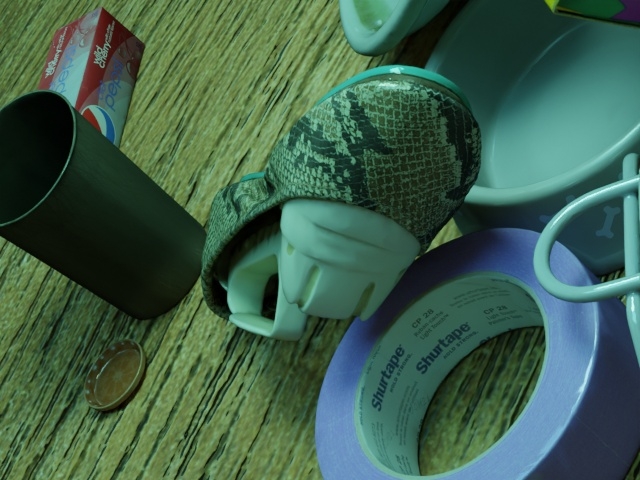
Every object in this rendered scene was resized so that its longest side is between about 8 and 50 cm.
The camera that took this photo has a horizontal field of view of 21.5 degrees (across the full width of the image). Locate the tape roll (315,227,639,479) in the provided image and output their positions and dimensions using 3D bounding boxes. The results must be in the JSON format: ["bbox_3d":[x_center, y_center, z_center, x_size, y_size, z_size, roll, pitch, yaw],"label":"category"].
[{"bbox_3d":[0.129,0.128,1.369,0.274,0.090,0.275,-27,42,27],"label":"tape roll"}]

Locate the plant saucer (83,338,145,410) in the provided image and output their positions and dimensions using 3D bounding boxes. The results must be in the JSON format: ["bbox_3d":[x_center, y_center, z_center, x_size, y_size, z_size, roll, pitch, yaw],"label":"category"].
[{"bbox_3d":[-0.215,0.143,1.772,0.083,0.013,0.083,-26,43,27],"label":"plant saucer"}]

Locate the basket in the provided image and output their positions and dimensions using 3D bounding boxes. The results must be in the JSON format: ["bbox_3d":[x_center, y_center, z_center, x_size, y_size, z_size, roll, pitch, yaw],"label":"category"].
[{"bbox_3d":[-0.239,-0.027,1.766,0.154,0.227,0.204,-48,37,2],"label":"basket"}]

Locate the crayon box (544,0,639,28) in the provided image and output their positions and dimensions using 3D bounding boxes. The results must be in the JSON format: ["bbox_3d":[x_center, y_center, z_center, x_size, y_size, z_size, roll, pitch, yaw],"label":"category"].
[{"bbox_3d":[0.297,-0.265,1.317,0.313,0.362,0.106,-112,34,-50],"label":"crayon box"}]

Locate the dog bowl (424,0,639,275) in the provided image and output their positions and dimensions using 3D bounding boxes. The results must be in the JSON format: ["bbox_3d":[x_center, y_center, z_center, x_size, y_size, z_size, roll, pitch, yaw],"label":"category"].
[{"bbox_3d":[0.230,-0.136,1.485,0.348,0.102,0.349,-27,41,27],"label":"dog bowl"}]

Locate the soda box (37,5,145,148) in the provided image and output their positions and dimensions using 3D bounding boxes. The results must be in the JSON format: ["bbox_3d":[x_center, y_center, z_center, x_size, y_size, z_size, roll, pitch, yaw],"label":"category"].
[{"bbox_3d":[-0.295,-0.154,2.056,0.092,0.083,0.263,-20,46,34],"label":"soda box"}]

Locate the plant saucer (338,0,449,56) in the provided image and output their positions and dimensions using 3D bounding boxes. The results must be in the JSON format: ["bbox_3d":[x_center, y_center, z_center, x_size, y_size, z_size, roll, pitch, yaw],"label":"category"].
[{"bbox_3d":[0.119,-0.366,1.613,0.400,0.100,0.401,-170,90,-77],"label":"plant saucer"}]

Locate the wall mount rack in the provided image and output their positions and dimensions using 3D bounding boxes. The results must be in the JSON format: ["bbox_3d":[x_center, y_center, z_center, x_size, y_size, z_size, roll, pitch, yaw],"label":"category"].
[{"bbox_3d":[0.333,0.036,1.198,0.350,0.130,0.304,-18,43,26],"label":"wall mount rack"}]

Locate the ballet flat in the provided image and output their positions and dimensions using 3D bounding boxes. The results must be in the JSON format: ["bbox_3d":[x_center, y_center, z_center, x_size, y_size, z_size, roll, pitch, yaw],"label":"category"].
[{"bbox_3d":[0.000,0.000,1.470,0.483,0.164,0.182,-28,41,68],"label":"ballet flat"}]
